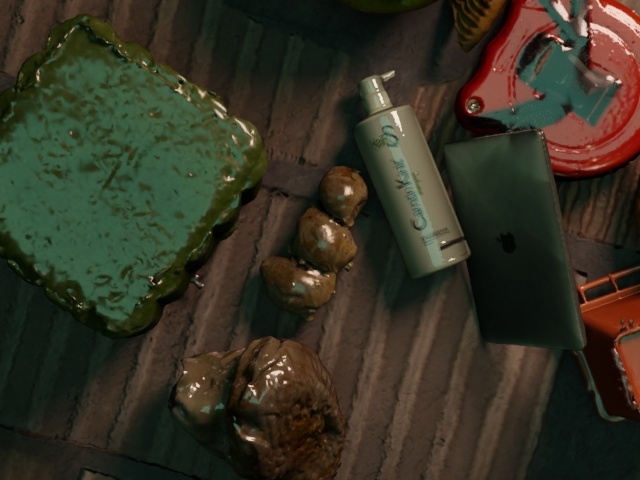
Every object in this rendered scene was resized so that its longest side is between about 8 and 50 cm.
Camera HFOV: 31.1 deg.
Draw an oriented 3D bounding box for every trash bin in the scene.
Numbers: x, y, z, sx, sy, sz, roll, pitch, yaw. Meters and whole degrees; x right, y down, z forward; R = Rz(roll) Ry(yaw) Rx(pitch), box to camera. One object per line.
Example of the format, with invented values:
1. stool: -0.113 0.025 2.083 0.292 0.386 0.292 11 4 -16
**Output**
1. trash bin: 0.393 0.125 1.377 0.161 0.238 0.184 -20 87 3

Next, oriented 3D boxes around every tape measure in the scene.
1. tape measure: 0.310 -0.203 1.440 0.260 0.114 0.253 30 93 3

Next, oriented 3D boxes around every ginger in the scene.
1. ginger: 0.000 0.000 1.479 0.104 0.080 0.204 32 94 8

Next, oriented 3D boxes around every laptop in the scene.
1. laptop: 0.236 0.002 1.416 0.015 0.187 0.269 -17 97 -32

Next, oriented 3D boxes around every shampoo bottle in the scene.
1. shampoo bottle: 0.107 -0.085 1.469 0.085 0.085 0.262 -22 89 4

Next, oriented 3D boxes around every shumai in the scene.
1. shumai: -0.079 0.202 1.474 0.185 0.218 0.184 30 88 41

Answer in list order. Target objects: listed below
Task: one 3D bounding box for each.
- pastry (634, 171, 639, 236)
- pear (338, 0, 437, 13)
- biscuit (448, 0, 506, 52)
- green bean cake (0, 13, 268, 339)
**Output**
1. pastry: 0.514 -0.041 1.401 0.235 0.132 0.240 -7 102 -11
2. pear: 0.082 -0.409 1.367 0.294 0.294 0.294 0 91 4
3. biscuit: 0.211 -0.361 1.446 0.031 0.176 0.229 19 53 -20
4. green bean cake: -0.257 -0.071 1.440 0.335 0.218 0.319 39 85 -4
